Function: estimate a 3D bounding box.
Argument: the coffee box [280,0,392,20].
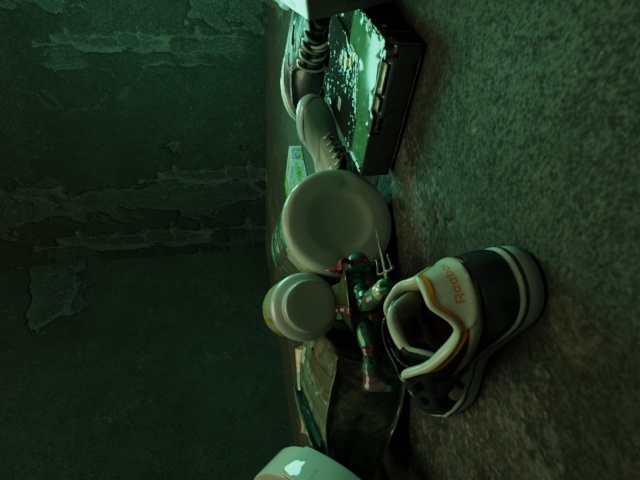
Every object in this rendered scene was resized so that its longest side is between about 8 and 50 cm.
[{"bbox_3d":[-0.008,-0.474,0.680,0.118,0.168,0.297,83,160,-45],"label":"coffee box"}]

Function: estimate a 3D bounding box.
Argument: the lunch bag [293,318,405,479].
[{"bbox_3d":[0.042,0.321,0.840,0.235,0.169,0.286,-141,58,-74],"label":"lunch bag"}]

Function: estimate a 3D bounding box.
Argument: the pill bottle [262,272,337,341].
[{"bbox_3d":[-0.039,0.121,0.757,0.215,0.117,0.117,143,122,-74],"label":"pill bottle"}]

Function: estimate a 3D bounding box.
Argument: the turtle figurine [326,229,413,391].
[{"bbox_3d":[0.083,0.102,0.651,0.175,0.118,0.234,-3,-92,-66],"label":"turtle figurine"}]

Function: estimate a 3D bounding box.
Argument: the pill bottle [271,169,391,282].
[{"bbox_3d":[0.000,0.000,0.904,0.361,0.204,0.204,133,131,-74],"label":"pill bottle"}]

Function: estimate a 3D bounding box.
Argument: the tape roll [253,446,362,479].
[{"bbox_3d":[0.033,0.548,0.739,0.392,0.072,0.391,22,127,34],"label":"tape roll"}]

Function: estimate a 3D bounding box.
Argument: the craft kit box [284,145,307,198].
[{"bbox_3d":[-0.094,-0.199,1.652,0.249,0.061,0.246,105,160,-58],"label":"craft kit box"}]

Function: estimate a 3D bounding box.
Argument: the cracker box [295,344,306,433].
[{"bbox_3d":[0.005,0.395,1.157,0.156,0.067,0.232,-4,-90,-59],"label":"cracker box"}]

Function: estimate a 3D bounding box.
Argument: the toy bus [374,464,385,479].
[{"bbox_3d":[0.083,0.545,0.949,0.332,0.108,0.130,-106,18,-46],"label":"toy bus"}]

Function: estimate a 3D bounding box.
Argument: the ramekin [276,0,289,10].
[{"bbox_3d":[-0.074,-0.700,0.964,0.273,0.127,0.272,-52,27,40],"label":"ramekin"}]

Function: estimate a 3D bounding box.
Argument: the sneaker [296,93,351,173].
[{"bbox_3d":[0.025,-0.203,0.934,0.091,0.094,0.258,30,153,42],"label":"sneaker"}]

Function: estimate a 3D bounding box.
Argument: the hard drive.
[{"bbox_3d":[0.077,-0.313,0.771,0.236,0.064,0.338,97,164,-45],"label":"hard drive"}]

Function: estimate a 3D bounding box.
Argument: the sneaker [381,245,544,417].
[{"bbox_3d":[0.134,0.127,0.516,0.321,0.128,0.126,96,163,-46],"label":"sneaker"}]

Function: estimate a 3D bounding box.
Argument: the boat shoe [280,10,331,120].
[{"bbox_3d":[-0.027,-0.467,1.028,0.158,0.127,0.340,-128,39,-73],"label":"boat shoe"}]
